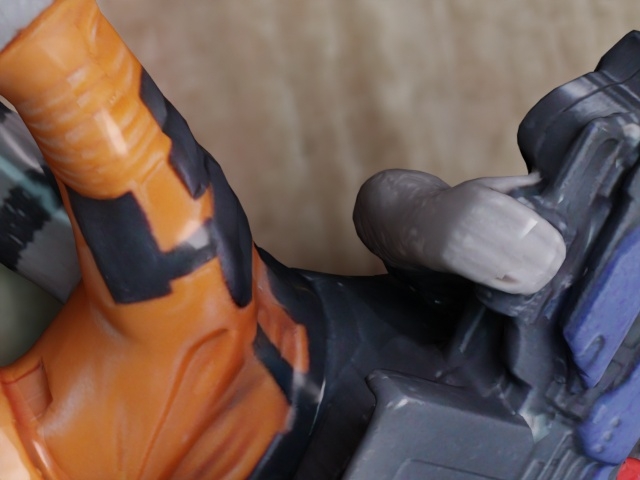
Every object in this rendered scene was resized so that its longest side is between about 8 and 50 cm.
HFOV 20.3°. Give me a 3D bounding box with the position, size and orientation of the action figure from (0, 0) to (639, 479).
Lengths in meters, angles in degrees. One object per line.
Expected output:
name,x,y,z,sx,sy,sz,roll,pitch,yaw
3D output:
action figure,0.000,0.000,0.502,0.330,0.178,0.341,29,103,-22
